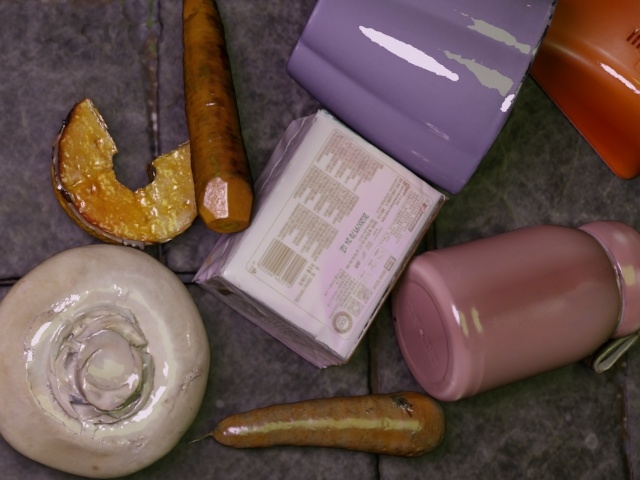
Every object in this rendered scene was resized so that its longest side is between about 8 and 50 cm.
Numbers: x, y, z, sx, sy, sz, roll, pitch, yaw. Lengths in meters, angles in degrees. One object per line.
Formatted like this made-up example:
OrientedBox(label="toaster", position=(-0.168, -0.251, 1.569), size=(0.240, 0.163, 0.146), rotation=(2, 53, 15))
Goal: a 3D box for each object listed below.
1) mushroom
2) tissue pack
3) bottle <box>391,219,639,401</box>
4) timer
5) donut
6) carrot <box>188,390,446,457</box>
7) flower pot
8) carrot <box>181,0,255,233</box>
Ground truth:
OrientedBox(label="mushroom", position=(-0.231, 0.128, 1.699), size=(0.246, 0.202, 0.246), rotation=(0, 92, -12))
OrientedBox(label="tissue pack", position=(0.000, 0.000, 1.833), size=(0.185, 0.124, 0.225), rotation=(36, 74, -14))
OrientedBox(label="bottle", position=(0.244, 0.082, 1.904), size=(0.296, 0.173, 0.206), rotation=(-16, 122, -23))
OrientedBox(label="timer", position=(0.391, -0.256, 2.016), size=(0.250, 0.161, 0.257), rotation=(43, 72, 4))
OrientedBox(label="donut", position=(-0.217, -0.061, 1.782), size=(0.181, 0.078, 0.146), rotation=(19, 71, -24))
OrientedBox(label="carrot", position=(-0.002, 0.209, 1.847), size=(0.298, 0.078, 0.078), rotation=(-1, 85, -16))
OrientedBox(label="flower pot", position=(0.105, -0.222, 1.838), size=(0.243, 0.265, 0.265), rotation=(28, 76, -5))
OrientedBox(label="carrot", position=(-0.117, -0.157, 1.799), size=(0.066, 0.066, 0.314), rotation=(2, 63, -20))
